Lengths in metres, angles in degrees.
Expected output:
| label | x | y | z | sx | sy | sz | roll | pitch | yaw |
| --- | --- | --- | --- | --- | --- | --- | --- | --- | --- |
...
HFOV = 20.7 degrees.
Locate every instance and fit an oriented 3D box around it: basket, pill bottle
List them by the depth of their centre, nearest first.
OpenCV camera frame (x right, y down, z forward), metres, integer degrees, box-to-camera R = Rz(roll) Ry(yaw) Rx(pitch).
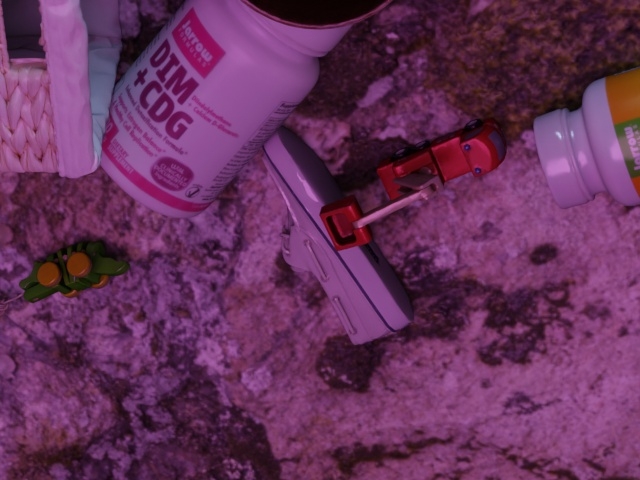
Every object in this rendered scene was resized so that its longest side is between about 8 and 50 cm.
| label | x | y | z | sx | sy | sz | roll | pitch | yaw |
| --- | --- | --- | --- | --- | --- | --- | --- | --- | --- |
| basket | -0.344 | -0.268 | 1.720 | 0.266 | 0.331 | 0.328 | -2 | 119 | 1 |
| pill bottle | 0.348 | -0.114 | 1.786 | 0.246 | 0.136 | 0.136 | -17 | 108 | 17 |
| pill bottle | -0.103 | -0.171 | 1.837 | 0.160 | 0.160 | 0.283 | 40 | 113 | -6 |

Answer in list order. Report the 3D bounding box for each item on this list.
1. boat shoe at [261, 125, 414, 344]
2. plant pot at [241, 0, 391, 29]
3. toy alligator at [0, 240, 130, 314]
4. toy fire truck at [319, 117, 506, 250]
| label | x | y | z | sx | sy | sz | roll | pitch | yaw |
| --- | --- | --- | --- | --- | --- | --- | --- | --- | --- |
| boat shoe | 0.000 | 0.000 | 1.929 | 0.088 | 0.096 | 0.267 | -29 | 112 | 15 |
| plant pot | 0.011 | -0.340 | 1.708 | 0.215 | 0.230 | 0.215 | 4 | 113 | 9 |
| toy alligator | -0.307 | 0.038 | 2.024 | 0.190 | 0.056 | 0.051 | -17 | 66 | 18 |
| toy fire truck | 0.102 | -0.062 | 1.856 | 0.192 | 0.135 | 0.047 | -21 | 107 | 18 |
